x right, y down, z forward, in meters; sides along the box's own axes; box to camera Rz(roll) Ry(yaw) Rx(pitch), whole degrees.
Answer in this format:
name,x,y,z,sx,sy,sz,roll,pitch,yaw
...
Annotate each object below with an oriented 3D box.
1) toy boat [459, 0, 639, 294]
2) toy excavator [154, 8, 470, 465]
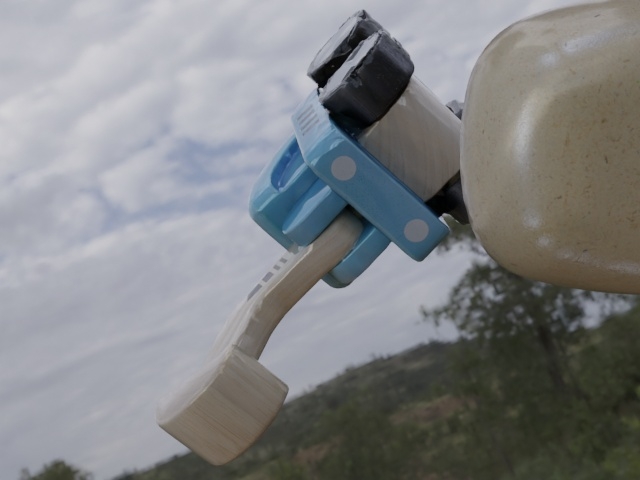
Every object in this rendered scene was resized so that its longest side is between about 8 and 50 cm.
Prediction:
name,x,y,z,sx,sy,sz,roll,pitch,yaw
toy boat,0.215,-0.126,0.687,0.267,0.319,0.148,1,7,-11
toy excavator,0.000,0.000,1.234,0.445,0.222,0.433,-48,16,11
